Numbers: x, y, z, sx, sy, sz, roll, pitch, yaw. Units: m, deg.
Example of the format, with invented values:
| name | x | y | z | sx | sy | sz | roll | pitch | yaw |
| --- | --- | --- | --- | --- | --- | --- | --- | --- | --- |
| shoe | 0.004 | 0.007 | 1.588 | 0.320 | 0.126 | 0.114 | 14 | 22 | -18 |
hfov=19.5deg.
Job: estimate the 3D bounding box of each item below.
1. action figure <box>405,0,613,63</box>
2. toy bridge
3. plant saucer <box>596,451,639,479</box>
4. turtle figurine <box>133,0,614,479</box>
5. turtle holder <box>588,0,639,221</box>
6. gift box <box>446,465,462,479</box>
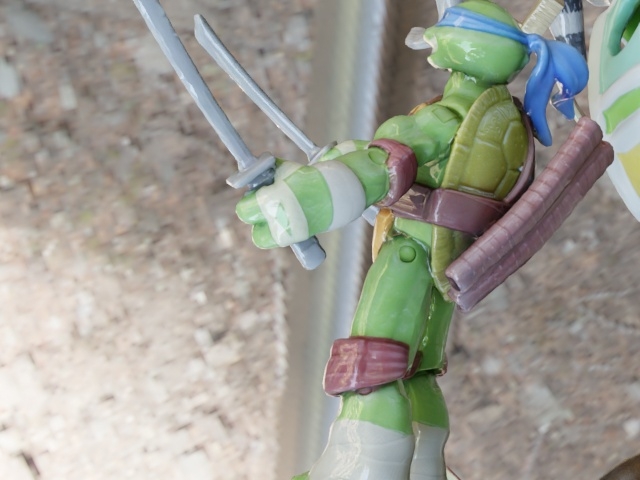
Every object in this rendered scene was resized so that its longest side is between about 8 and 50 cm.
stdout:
| name | x | y | z | sx | sy | sz | roll | pitch | yaw |
| --- | --- | --- | --- | --- | --- | --- | --- | --- | --- |
| action figure | 0.213 | -0.321 | 1.462 | 0.178 | 0.341 | 0.330 | -118 | 23 | -55 |
| toy bridge | 0.204 | -0.093 | 1.248 | 0.188 | 0.026 | 0.063 | 34 | 109 | -5 |
| plant saucer | 0.253 | 0.203 | 1.279 | 0.168 | 0.168 | 0.029 | 2 | 129 | 33 |
| turtle figurine | 0.000 | 0.000 | 0.984 | 0.198 | 0.275 | 0.266 | -177 | 93 | -73 |
| turtle holder | 0.277 | -0.065 | 1.024 | 0.227 | 0.243 | 0.320 | -15 | 68 | 27 |
| gift box | 0.064 | 0.339 | 1.352 | 0.255 | 0.258 | 0.276 | 42 | 164 | 27 |
